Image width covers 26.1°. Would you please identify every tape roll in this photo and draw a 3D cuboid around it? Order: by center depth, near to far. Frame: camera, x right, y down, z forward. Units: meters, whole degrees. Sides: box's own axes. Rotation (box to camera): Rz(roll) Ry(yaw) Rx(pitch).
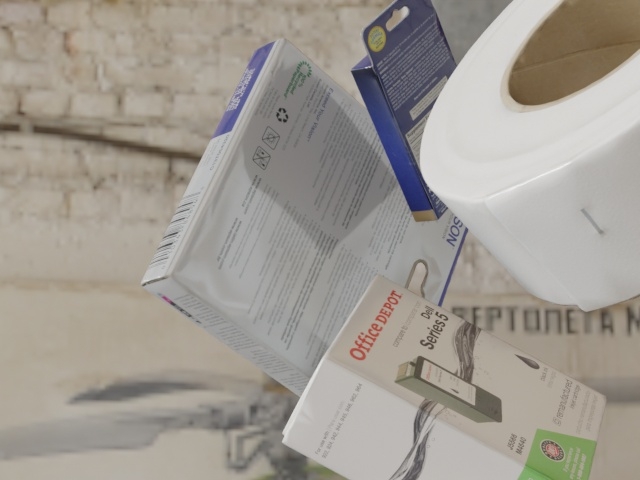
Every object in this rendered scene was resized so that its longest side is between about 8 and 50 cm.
[{"bbox_3d":[0.195,-0.097,0.824,0.100,0.286,0.286,45,-35,-21],"label":"tape roll"}]

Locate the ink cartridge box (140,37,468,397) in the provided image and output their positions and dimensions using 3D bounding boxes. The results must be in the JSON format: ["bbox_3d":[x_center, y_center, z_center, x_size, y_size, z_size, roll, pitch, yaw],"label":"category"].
[{"bbox_3d":[0.000,0.000,1.536,0.330,0.324,0.071,39,-32,-27],"label":"ink cartridge box"}]

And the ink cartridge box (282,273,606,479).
[{"bbox_3d":[0.126,0.174,1.357,0.272,0.115,0.198,28,28,5],"label":"ink cartridge box"}]

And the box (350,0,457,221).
[{"bbox_3d":[0.106,-0.151,1.484,0.036,0.225,0.136,-2,31,40],"label":"box"}]
